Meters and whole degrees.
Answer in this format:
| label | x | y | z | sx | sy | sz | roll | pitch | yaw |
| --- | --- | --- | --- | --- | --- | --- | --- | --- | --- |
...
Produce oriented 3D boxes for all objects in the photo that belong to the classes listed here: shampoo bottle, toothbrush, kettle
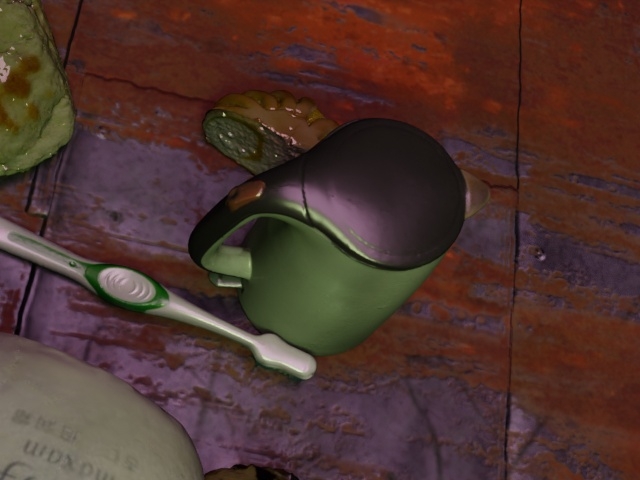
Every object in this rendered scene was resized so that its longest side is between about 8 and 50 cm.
| label | x | y | z | sx | sy | sz | roll | pitch | yaw |
| --- | --- | --- | --- | --- | --- | --- | --- | --- | --- |
| shampoo bottle | -0.243 | 0.245 | 0.848 | 0.322 | 0.322 | 0.317 | 23 | 54 | -8 |
| toothbrush | -0.195 | 0.040 | 1.100 | 0.418 | 0.040 | 0.042 | 25 | 68 | -7 |
| kettle | 0.000 | 0.000 | 1.060 | 0.240 | 0.255 | 0.165 | 0 | 72 | -17 |

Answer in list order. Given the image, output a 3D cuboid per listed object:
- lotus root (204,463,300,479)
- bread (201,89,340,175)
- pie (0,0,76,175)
| label | x | y | z | sx | sy | sz | roll | pitch | yaw |
| --- | --- | --- | --- | --- | --- | --- | --- | --- | --- |
| lotus root | -0.076 | 0.298 | 0.992 | 0.138 | 0.138 | 0.214 | 19 | 75 | -10 |
| bread | -0.033 | -0.112 | 1.197 | 0.157 | 0.083 | 0.094 | 36 | 51 | 0 |
| pie | -0.333 | -0.179 | 1.094 | 0.201 | 0.090 | 0.248 | -24 | 98 | -37 |
